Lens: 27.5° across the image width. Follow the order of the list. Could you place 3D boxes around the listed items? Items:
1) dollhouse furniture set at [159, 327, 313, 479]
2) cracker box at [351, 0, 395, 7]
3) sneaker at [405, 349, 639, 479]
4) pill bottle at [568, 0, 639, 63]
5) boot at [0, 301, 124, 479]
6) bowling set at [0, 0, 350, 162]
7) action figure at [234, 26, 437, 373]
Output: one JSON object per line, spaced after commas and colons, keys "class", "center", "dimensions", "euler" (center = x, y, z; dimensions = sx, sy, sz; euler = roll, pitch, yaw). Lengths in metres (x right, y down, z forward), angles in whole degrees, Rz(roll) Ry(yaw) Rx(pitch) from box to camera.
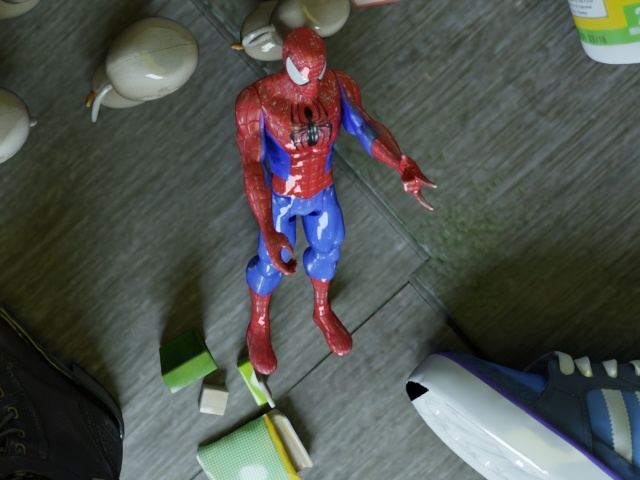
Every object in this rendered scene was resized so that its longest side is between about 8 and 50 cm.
{"class": "dollhouse furniture set", "center": [-0.063, 0.139, 0.966], "dimensions": [0.076, 0.058, 0.152], "euler": [-28, 109, -3]}
{"class": "cracker box", "center": [0.023, -0.281, 0.791], "dimensions": [0.232, 0.067, 0.156], "euler": [54, 51, -33]}
{"class": "sneaker", "center": [0.252, 0.111, 1.012], "dimensions": [0.322, 0.130, 0.236], "euler": [33, 73, 0]}
{"class": "pill bottle", "center": [0.208, -0.255, 0.873], "dimensions": [0.136, 0.136, 0.246], "euler": [-24, 109, -5]}
{"class": "boot", "center": [-0.202, 0.131, 0.833], "dimensions": [0.263, 0.229, 0.091], "euler": [33, 100, -25]}
{"class": "bowling set", "center": [-0.139, -0.171, 0.832], "dimensions": [0.287, 0.154, 0.200], "euler": [-19, 95, -18]}
{"class": "action figure", "center": [0.000, 0.000, 0.839], "dimensions": [0.091, 0.139, 0.280], "euler": [-14, 135, -15]}
